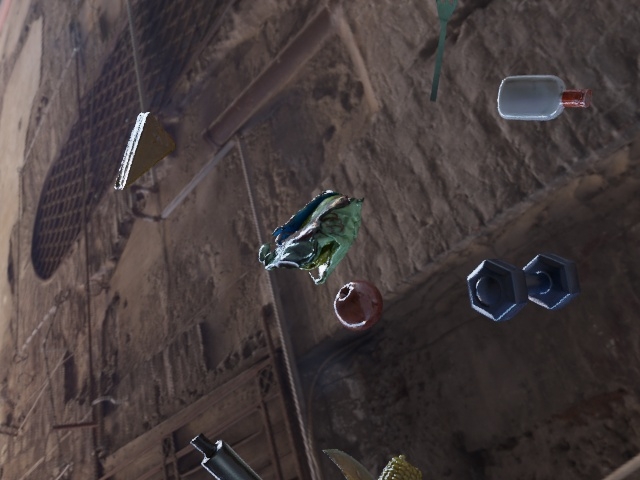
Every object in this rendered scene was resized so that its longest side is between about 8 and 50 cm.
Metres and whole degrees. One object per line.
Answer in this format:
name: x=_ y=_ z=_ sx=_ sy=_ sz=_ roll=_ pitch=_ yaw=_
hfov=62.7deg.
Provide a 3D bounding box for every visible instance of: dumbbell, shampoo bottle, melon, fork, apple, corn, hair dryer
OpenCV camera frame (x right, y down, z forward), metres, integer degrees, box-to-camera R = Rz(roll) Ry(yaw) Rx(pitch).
dumbbell: x=0.539 y=0.118 z=1.383 sx=0.324 sy=0.144 sz=0.160 roll=-4 pitch=-99 yaw=-36
shampoo bottle: x=0.540 y=-0.347 z=1.278 sx=0.051 sy=0.221 sz=0.108 roll=-10 pitch=-72 yaw=-38
melon: x=0.079 y=0.607 z=1.372 sx=0.182 sy=0.054 sz=0.098 roll=49 pitch=-167 yaw=13
fork: x=0.207 y=-0.345 z=0.909 sx=0.039 sy=0.021 sz=0.235 roll=11 pitch=-100 yaw=2
apple: x=0.108 y=0.188 z=1.556 sx=0.120 sy=0.153 sz=0.153 roll=39 pitch=-143 yaw=-24
corn: x=0.103 y=0.477 z=0.869 sx=0.080 sy=0.080 sz=0.238 roll=38 pitch=-118 yaw=-14
hair dryer: x=-0.115 y=0.451 z=0.861 sx=0.284 sy=0.320 sz=0.155 roll=43 pitch=-160 yaw=13

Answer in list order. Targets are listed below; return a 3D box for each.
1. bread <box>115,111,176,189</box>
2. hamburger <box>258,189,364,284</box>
bread: x=-0.363 y=-0.172 z=1.015 sx=0.139 sy=0.074 sz=0.084 roll=-46 pitch=-59 yaw=-18
hamburger: x=-0.003 y=0.007 z=1.258 sx=0.276 sy=0.260 sz=0.150 roll=-47 pitch=-69 yaw=-28
